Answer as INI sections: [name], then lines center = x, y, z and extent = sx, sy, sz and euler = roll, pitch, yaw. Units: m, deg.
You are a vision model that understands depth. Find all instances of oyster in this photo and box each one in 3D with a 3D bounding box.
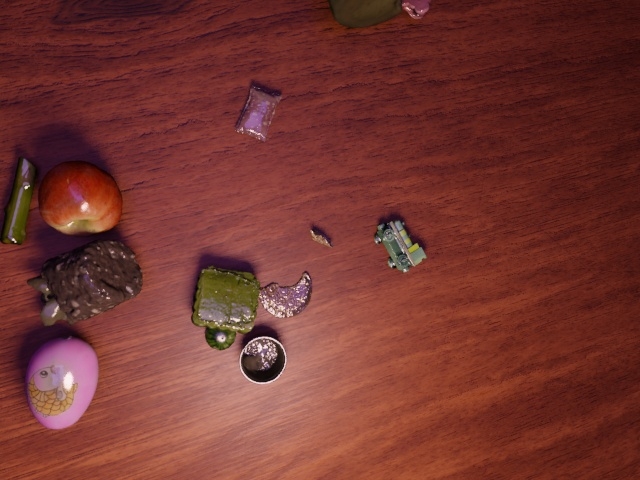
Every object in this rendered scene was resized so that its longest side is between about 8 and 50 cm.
[oyster]
center = 0.000, 0.000, 1.527
extent = 0.038, 0.081, 0.083
euler = -47, 63, 13

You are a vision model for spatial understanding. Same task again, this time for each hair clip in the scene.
[hair clip]
center = 0.345, -0.901, 1.600
extent = 0.138, 0.102, 0.123
euler = 32, 80, -9

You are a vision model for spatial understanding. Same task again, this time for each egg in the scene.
[egg]
center = -0.773, 0.426, 1.295
extent = 0.196, 0.196, 0.271
euler = -7, 101, -12

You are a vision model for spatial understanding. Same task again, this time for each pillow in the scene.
[pillow]
center = -0.215, -0.449, 1.503
extent = 0.118, 0.043, 0.185
euler = 19, 85, -13

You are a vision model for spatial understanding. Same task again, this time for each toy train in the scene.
[toy train]
center = 0.289, 0.014, 1.583
extent = 0.132, 0.083, 0.200
euler = -30, 95, -22

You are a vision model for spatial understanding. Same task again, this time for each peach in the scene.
[peach]
center = -0.729, -0.141, 1.309
extent = 0.232, 0.232, 0.256
euler = -6, 57, -12

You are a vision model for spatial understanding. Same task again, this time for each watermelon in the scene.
[watermelon]
center = -0.338, 0.324, 1.450
extent = 0.106, 0.062, 0.105
euler = -1, 94, -10

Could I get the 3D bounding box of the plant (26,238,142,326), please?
[plant]
center = -0.725, 0.134, 1.310
extent = 0.312, 0.213, 0.215
euler = -24, 94, 25

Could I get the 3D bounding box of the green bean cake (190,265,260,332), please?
[green bean cake]
center = -0.309, 0.199, 1.410
extent = 0.214, 0.113, 0.200
euler = 9, 68, -15

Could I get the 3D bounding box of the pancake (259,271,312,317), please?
[pancake]
center = -0.125, 0.185, 1.520
extent = 0.191, 0.020, 0.184
euler = 20, 85, -12

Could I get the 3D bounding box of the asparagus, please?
[asparagus]
center = -0.938, -0.123, 1.341
extent = 0.067, 0.060, 0.277
euler = 11, 86, 8

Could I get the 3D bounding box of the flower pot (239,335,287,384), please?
[flower pot]
center = -0.198, 0.396, 1.456
extent = 0.157, 0.107, 0.157
euler = 1, 86, -13

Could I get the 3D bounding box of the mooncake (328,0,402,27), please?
[mooncake]
center = 0.172, -0.879, 1.441
extent = 0.351, 0.351, 0.187
euler = -16, 93, -12
